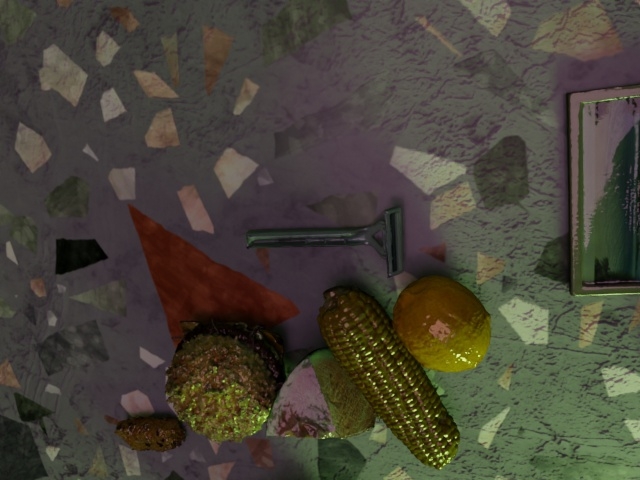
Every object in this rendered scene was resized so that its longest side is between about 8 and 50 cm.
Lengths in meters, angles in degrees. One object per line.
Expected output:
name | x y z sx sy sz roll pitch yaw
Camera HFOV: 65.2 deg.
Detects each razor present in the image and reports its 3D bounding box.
razor | 0.002 -0.003 0.855 0.277 0.056 0.111 1 108 21

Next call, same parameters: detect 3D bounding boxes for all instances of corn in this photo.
corn | 0.115 0.231 0.856 0.120 0.120 0.363 -31 96 20

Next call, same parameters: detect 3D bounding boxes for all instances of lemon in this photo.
lemon | 0.197 0.138 0.798 0.142 0.142 0.187 -37 107 21

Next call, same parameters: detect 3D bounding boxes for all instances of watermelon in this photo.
watermelon | 0.007 0.259 0.883 0.128 0.231 0.146 -4 81 36

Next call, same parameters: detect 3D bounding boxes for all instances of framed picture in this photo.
framed picture | 0.486 -0.070 0.727 0.231 0.024 0.315 -4 104 16

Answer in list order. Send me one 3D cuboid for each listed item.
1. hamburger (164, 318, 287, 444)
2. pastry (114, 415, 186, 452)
hamburger | -0.173 0.256 0.924 0.243 0.139 0.262 2 108 13
pastry | -0.361 0.408 1.059 0.140 0.056 0.080 -13 115 15
